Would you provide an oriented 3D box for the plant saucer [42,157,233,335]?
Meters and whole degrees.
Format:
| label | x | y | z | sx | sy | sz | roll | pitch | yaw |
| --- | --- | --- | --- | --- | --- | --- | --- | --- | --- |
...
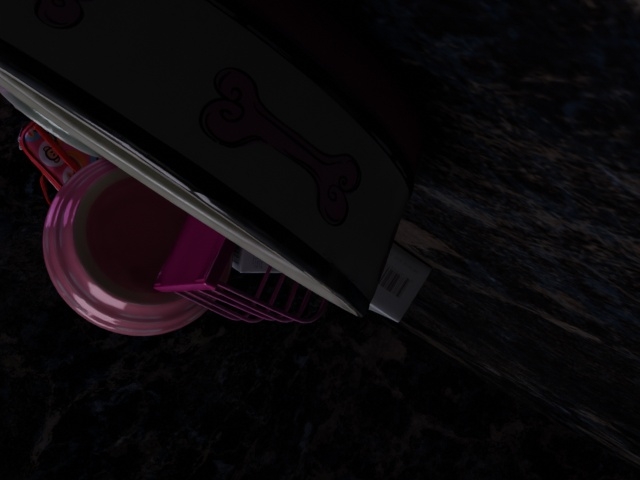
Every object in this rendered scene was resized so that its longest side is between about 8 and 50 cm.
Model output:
| label | x | y | z | sx | sy | sz | roll | pitch | yaw |
| --- | --- | --- | --- | --- | --- | --- | --- | --- | --- |
| plant saucer | -0.304 | -0.003 | 1.284 | 0.332 | 0.332 | 0.084 | 34 | 154 | -13 |

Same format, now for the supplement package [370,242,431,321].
| label | x | y | z | sx | sy | sz | roll | pitch | yaw |
| --- | --- | --- | --- | --- | --- | --- | --- | --- | --- |
| supplement package | 0.087 | 0.055 | 1.232 | 0.105 | 0.105 | 0.179 | 34 | 174 | -15 |

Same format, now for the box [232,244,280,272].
| label | x | y | z | sx | sy | sz | roll | pitch | yaw |
| --- | --- | --- | --- | --- | --- | --- | --- | --- | --- |
| box | -0.098 | -0.008 | 1.403 | 0.137 | 0.126 | 0.072 | 2 | -167 | -32 |

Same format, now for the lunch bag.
| label | x | y | z | sx | sy | sz | roll | pitch | yaw |
| --- | --- | --- | --- | --- | --- | --- | --- | --- | --- |
| lunch bag | -0.503 | -0.173 | 1.624 | 0.293 | 0.258 | 0.120 | 48 | 171 | -7 |

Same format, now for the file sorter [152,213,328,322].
| label | x | y | z | sx | sy | sz | roll | pitch | yaw |
| --- | --- | --- | --- | --- | --- | --- | --- | --- | --- |
| file sorter | -0.105 | 0.018 | 1.150 | 0.182 | 0.202 | 0.291 | 28 | 164 | -21 |

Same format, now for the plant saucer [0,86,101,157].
| label | x | y | z | sx | sy | sz | roll | pitch | yaw |
| --- | --- | --- | --- | --- | --- | --- | --- | --- | --- |
| plant saucer | -0.422 | -0.240 | 1.233 | 0.400 | 0.100 | 0.400 | 38 | -175 | -4 |

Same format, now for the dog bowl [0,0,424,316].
| label | x | y | z | sx | sy | sz | roll | pitch | yaw |
| --- | --- | --- | --- | --- | --- | --- | --- | --- | --- |
| dog bowl | -0.096 | -0.108 | 0.599 | 0.408 | 0.150 | 0.408 | 34 | 175 | 3 |

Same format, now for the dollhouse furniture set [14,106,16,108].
| label | x | y | z | sx | sy | sz | roll | pitch | yaw |
| --- | --- | --- | --- | --- | --- | --- | --- | --- | --- |
| dollhouse furniture set | -0.551 | -0.348 | 1.458 | 0.129 | 0.129 | 0.183 | 29 | 144 | 33 |
